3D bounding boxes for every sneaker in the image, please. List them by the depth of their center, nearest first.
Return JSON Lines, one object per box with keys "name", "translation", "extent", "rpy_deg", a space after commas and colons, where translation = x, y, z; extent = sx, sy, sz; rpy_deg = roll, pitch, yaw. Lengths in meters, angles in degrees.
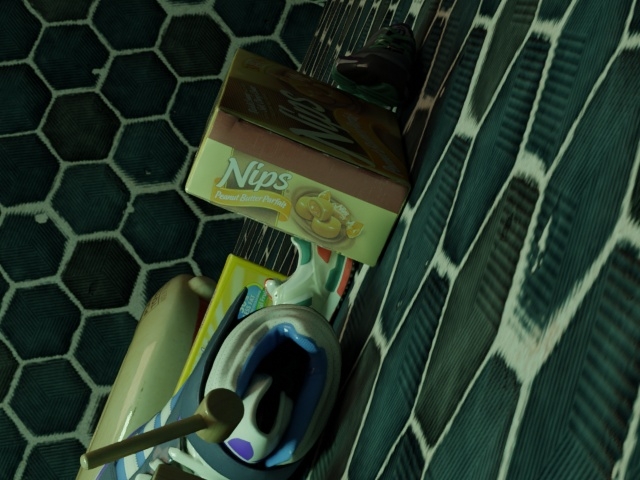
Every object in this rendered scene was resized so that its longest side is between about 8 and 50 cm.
{"name": "sneaker", "translation": [-0.100, 0.188, 1.418], "extent": [0.323, 0.130, 0.236], "rpy_deg": [-52, 1, -13]}
{"name": "sneaker", "translation": [-0.026, 0.071, 1.630], "extent": [0.057, 0.075, 0.161], "rpy_deg": [-122, 54, -83]}
{"name": "sneaker", "translation": [0.064, -0.194, 1.780], "extent": [0.098, 0.083, 0.223], "rpy_deg": [-63, 5, -4]}

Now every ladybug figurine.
{"name": "ladybug figurine", "translation": [-0.205, 0.249, 2.196], "extent": [0.305, 0.162, 0.449], "rpy_deg": [-79, 12, -65]}

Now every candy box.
{"name": "candy box", "translation": [-0.018, -0.087, 1.607], "extent": [0.316, 0.183, 0.088], "rpy_deg": [-87, 19, -73]}
{"name": "candy box", "translation": [-0.088, 0.128, 1.845], "extent": [0.027, 0.105, 0.206], "rpy_deg": [-173, 105, -84]}

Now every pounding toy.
{"name": "pounding toy", "translation": [-0.103, 0.216, 1.269], "extent": [0.094, 0.181, 0.206], "rpy_deg": [119, 171, -54]}

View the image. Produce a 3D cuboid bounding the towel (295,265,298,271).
{"name": "towel", "translation": [0.000, 0.000, 1.957], "extent": [0.152, 0.023, 0.113], "rpy_deg": [120, 173, -67]}
